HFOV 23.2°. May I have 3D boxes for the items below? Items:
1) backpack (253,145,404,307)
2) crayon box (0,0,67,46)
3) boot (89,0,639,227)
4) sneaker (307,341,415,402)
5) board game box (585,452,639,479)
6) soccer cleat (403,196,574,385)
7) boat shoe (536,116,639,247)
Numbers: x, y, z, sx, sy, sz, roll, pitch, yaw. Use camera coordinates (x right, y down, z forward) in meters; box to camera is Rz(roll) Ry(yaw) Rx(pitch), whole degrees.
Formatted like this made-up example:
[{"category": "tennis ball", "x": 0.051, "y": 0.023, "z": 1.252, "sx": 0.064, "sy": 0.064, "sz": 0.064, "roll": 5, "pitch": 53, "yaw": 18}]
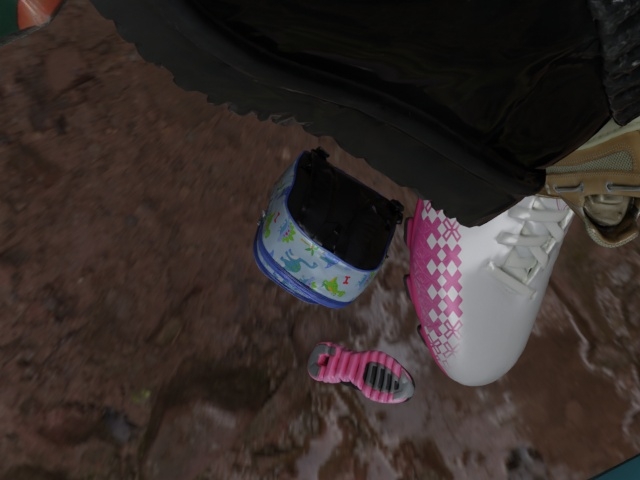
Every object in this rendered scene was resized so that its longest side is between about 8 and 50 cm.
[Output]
[{"category": "backpack", "x": 0.000, "y": 0.000, "z": 1.219, "sx": 0.105, "sy": 0.114, "sz": 0.084, "roll": 34, "pitch": 120, "yaw": -10}, {"category": "crayon box", "x": -0.183, "y": -0.257, "z": 0.622, "sx": 0.318, "sy": 0.081, "sz": 0.202, "roll": 44, "pitch": 62, "yaw": -25}, {"category": "boot", "x": 0.079, "y": -0.146, "z": 0.560, "sx": 0.260, "sy": 0.348, "sz": 0.131, "roll": -30, "pitch": 60, "yaw": 25}, {"category": "sneaker", "x": 0.047, "y": 0.128, "z": 1.492, "sx": 0.119, "sy": 0.057, "sz": 0.047, "roll": 18, "pitch": 83, "yaw": 38}, {"category": "board game box", "x": 0.268, "y": 0.088, "z": 0.444, "sx": 0.336, "sy": 0.254, "sz": 0.079, "roll": -25, "pitch": 115, "yaw": -12}, {"category": "soccer cleat", "x": 0.144, "y": -0.046, "z": 1.125, "sx": 0.116, "sy": 0.143, "sz": 0.331, "roll": -7, "pitch": 103, "yaw": -41}, {"category": "boat shoe", "x": 0.153, "y": -0.032, "z": 0.855, "sx": 0.068, "sy": 0.190, "sz": 0.072, "roll": -1, "pitch": 84, "yaw": -10}]
